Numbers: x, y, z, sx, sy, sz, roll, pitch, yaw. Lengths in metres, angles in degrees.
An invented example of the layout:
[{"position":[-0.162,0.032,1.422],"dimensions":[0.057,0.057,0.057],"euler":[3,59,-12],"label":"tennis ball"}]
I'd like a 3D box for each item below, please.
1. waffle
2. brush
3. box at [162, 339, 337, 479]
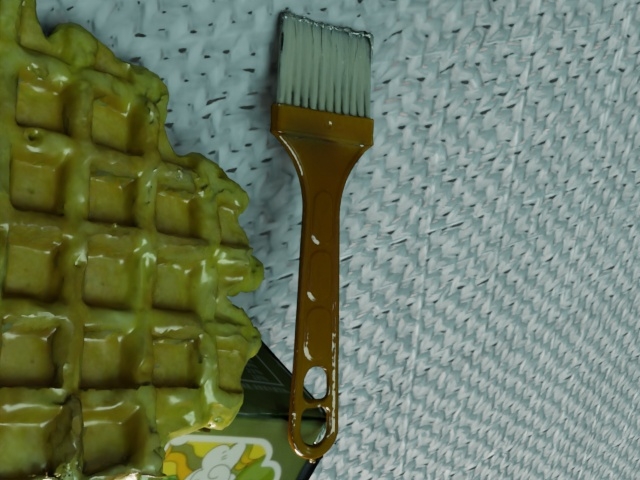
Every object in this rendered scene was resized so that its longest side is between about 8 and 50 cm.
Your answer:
[{"position":[-0.155,0.014,0.413],"dimensions":[0.312,0.060,0.307],"euler":[47,49,-24],"label":"waffle"},{"position":[0.000,0.000,0.573],"dimensions":[0.090,0.017,0.314],"euler":[3,88,-35],"label":"brush"},{"position":[-0.242,0.224,0.542],"dimensions":[0.420,0.138,0.373],"euler":[17,106,-41],"label":"box"}]
